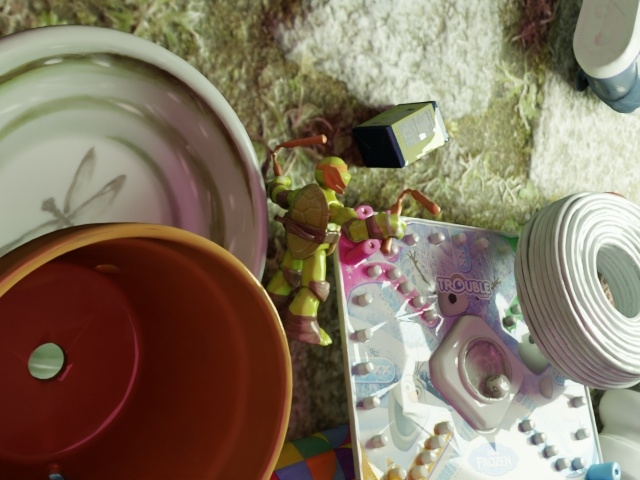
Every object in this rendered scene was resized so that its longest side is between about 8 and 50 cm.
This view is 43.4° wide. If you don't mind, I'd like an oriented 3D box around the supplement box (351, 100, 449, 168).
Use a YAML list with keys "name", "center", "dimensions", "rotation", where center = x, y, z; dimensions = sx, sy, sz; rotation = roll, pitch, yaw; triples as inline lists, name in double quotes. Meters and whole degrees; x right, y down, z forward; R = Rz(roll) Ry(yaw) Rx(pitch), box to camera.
- name: "supplement box"
  center: [0.101, -0.134, 1.023]
  dimensions: [0.083, 0.083, 0.056]
  rotation: [-31, 110, -23]

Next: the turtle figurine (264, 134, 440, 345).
- name: "turtle figurine"
  center: [0.000, 0.000, 0.887]
  dimensions: [0.087, 0.269, 0.217]
  rotation: [4, 105, -45]

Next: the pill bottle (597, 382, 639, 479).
- name: "pill bottle"
  center: [0.573, 0.249, 1.262]
  dimensions: [0.363, 0.210, 0.210]
  rotation: [-50, 116, -17]

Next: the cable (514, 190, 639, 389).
- name: "cable"
  center: [0.367, 0.062, 1.041]
  dimensions: [0.257, 0.089, 0.257]
  rotation: [19, 61, -26]

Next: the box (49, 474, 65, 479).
- name: "box"
  center: [-0.281, 0.295, 0.858]
  dimensions: [0.183, 0.059, 0.232]
  rotation: [33, 79, -29]

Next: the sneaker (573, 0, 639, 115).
- name: "sneaker"
  center: [0.490, -0.348, 1.200]
  dimensions: [0.236, 0.130, 0.322]
  rotation: [23, 85, -49]

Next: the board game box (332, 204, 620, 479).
- name: "board game box"
  center: [0.203, 0.157, 0.981]
  dimensions: [0.390, 0.050, 0.390]
  rotation: [7, 67, -31]

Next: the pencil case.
- name: "pencil case"
  center: [-0.026, 0.291, 0.988]
  dimensions: [0.236, 0.104, 0.104]
  rotation: [-11, 100, -27]

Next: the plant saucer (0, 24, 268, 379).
- name: "plant saucer"
  center: [-0.242, -0.008, 0.814]
  dimensions: [0.400, 0.100, 0.400]
  rotation: [-5, 99, -36]

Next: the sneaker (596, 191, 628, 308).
- name: "sneaker"
  center: [0.391, 0.061, 1.203]
  dimensions: [0.135, 0.097, 0.276]
  rotation: [3, 91, -31]

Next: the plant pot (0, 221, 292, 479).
- name: "plant pot"
  center: [-0.197, 0.122, 0.674]
  dimensions: [0.291, 0.203, 0.291]
  rotation: [-5, 99, -36]
